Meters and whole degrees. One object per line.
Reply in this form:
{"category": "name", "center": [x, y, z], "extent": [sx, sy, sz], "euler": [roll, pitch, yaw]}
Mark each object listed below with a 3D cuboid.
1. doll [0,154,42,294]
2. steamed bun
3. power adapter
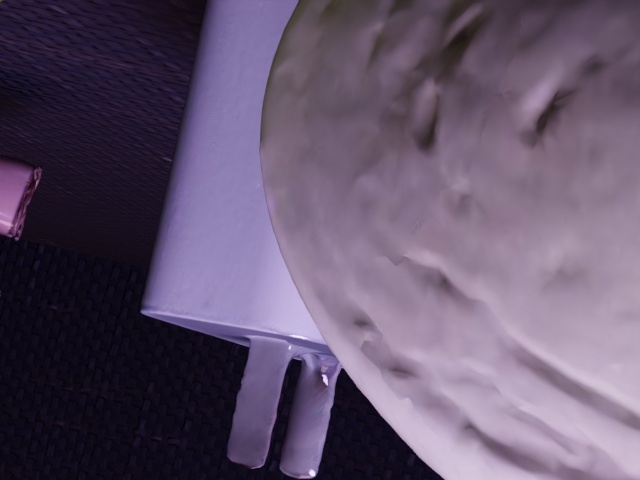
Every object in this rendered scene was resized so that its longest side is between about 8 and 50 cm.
{"category": "doll", "center": [-0.370, -0.053, 1.511], "extent": [0.268, 0.216, 0.284], "euler": [21, 175, -6]}
{"category": "steamed bun", "center": [0.224, 0.039, 0.701], "extent": [0.456, 0.290, 0.371], "euler": [9, 171, 32]}
{"category": "power adapter", "center": [0.000, 0.000, 1.007], "extent": [0.124, 0.255, 0.187], "euler": [7, 171, 30]}
